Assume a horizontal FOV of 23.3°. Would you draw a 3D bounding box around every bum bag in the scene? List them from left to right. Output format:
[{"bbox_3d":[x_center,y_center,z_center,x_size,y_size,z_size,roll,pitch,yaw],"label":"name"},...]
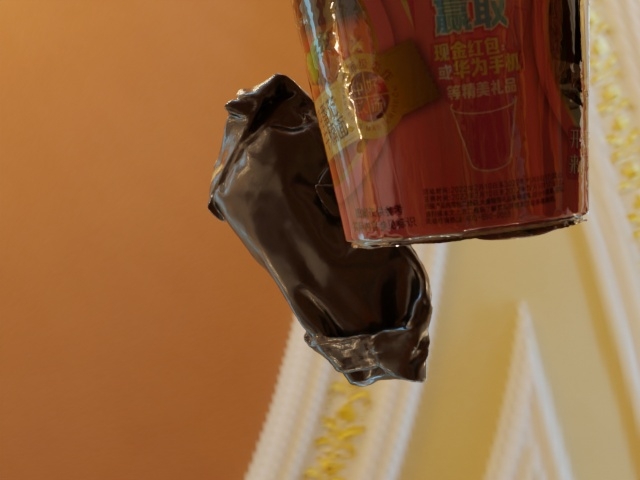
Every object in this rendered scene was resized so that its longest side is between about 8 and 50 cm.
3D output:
[{"bbox_3d":[0.000,0.000,1.376,0.080,0.142,0.326,5,-134,-52],"label":"bum bag"}]

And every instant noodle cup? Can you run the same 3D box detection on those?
[{"bbox_3d":[0.085,-0.127,1.028,0.244,0.244,0.255,-7,-88,-19],"label":"instant noodle cup"}]
